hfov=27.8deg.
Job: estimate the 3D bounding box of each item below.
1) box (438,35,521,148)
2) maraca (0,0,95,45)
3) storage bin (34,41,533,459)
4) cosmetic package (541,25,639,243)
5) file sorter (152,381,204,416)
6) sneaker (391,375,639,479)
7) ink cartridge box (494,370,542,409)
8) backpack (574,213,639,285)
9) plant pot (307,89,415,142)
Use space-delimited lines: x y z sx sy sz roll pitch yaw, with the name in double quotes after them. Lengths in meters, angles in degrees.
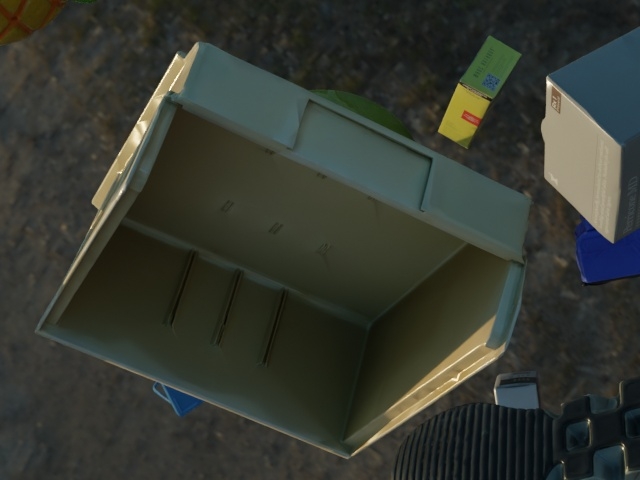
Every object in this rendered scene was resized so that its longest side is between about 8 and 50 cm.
0.233 -0.216 1.919 0.058 0.232 0.087 32 76 4 "box"
-0.241 -0.214 1.029 0.186 0.127 0.099 -19 66 -22 "maraca"
-0.028 0.018 0.900 0.260 0.262 0.123 -46 23 55 "storage bin"
0.302 -0.115 1.048 0.238 0.127 0.107 -32 53 -14 "cosmetic package"
-0.171 0.095 1.517 0.118 0.170 0.104 -33 25 -21 "file sorter"
0.227 0.223 1.212 0.331 0.146 0.122 -12 49 32 "sneaker"
0.287 0.367 1.741 0.069 0.176 0.370 -6 89 9 "ink cartridge box"
0.365 -0.001 1.604 0.098 0.120 0.101 -6 94 11 "backpack"
0.000 0.000 1.648 0.275 0.275 0.293 -30 32 22 "plant pot"
